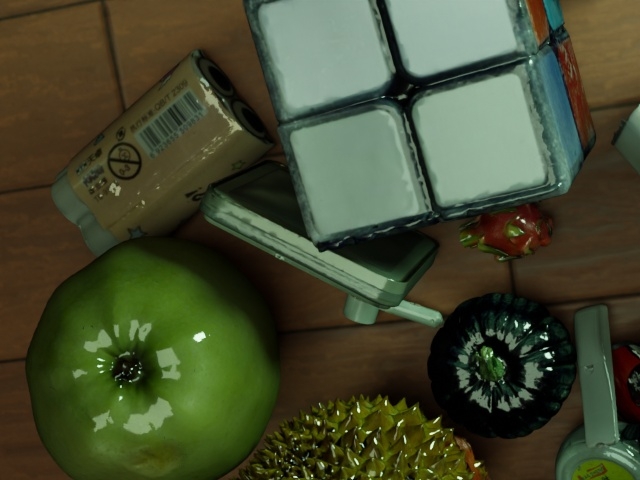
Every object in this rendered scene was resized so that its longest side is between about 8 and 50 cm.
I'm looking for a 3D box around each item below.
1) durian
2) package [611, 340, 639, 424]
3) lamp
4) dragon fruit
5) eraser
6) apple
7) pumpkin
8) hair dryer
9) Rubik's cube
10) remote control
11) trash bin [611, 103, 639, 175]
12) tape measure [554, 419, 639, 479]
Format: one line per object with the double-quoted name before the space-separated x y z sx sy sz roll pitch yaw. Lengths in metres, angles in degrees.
"durian" 0.063 0.370 1.749 0.347 0.384 0.347 -17 66 43
"package" 0.452 0.193 1.671 0.071 0.269 0.194 -28 85 -20
"lamp" 0.007 -0.016 1.707 0.269 0.266 0.047 27 109 9
"dragon fruit" 0.237 -0.013 1.739 0.116 0.086 0.081 -6 115 33
"eraser" -0.224 -0.107 1.853 0.290 0.087 0.171 -39 87 20
"apple" -0.215 0.167 1.775 0.357 0.357 0.357 4 104 16
"pumpkin" 0.234 0.163 1.753 0.194 0.150 0.194 13 123 21
"hair dryer" 0.105 0.082 1.823 0.137 0.047 0.082 19 107 6
"Rubik's cube" 0.127 -0.194 1.601 0.316 0.318 0.313 -14 99 18
"remote control" 0.348 0.171 1.725 0.050 0.027 0.184 -24 60 46
"trash bin" 0.513 -0.044 1.540 0.296 0.256 0.368 -44 80 -1
"tape measure" 0.334 0.346 1.817 0.330 0.084 0.164 -37 90 39
